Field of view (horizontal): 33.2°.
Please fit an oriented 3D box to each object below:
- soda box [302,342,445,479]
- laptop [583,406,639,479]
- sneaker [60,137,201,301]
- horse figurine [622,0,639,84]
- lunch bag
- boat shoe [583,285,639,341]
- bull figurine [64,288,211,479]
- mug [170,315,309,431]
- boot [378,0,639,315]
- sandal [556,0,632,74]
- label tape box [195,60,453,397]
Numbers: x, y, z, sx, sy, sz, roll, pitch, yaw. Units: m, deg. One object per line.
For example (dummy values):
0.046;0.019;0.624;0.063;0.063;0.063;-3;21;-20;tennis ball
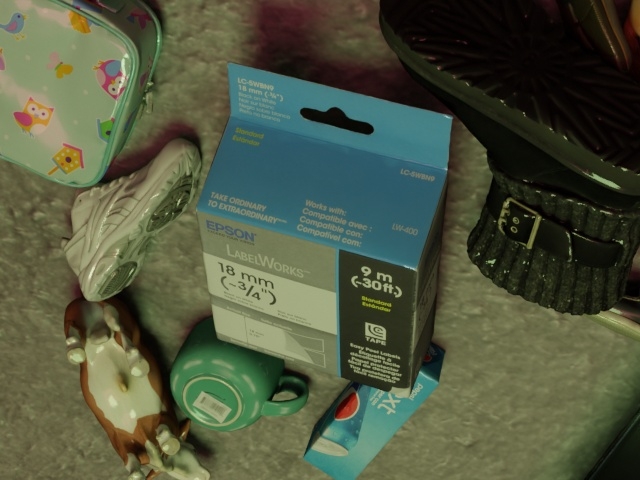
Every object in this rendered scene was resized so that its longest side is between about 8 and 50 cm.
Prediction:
0.064;0.203;1.309;0.071;0.067;0.210;33;121;-5;soda box
0.531;0.300;1.211;0.407;0.236;0.382;1;130;-35;laptop
-0.232;-0.042;1.241;0.115;0.090;0.232;46;110;15;sneaker
0.361;-0.238;0.988;0.174;0.066;0.263;29;119;-11;horse figurine
-0.312;-0.201;1.159;0.279;0.108;0.224;25;119;-1;lunch bag
0.370;0.078;1.168;0.233;0.084;0.079;20;84;11;boat shoe
-0.230;0.204;1.331;0.101;0.188;0.310;-29;104;-9;bull figurine
-0.106;0.168;1.316;0.157;0.097;0.129;-9;116;19;mug
0.185;-0.091;1.081;0.348;0.131;0.260;43;155;21;boot
0.250;-0.255;0.998;0.060;0.090;0.219;-27;99;-12;sandal
0.000;0.000;1.117;0.240;0.106;0.334;15;140;15;label tape box
